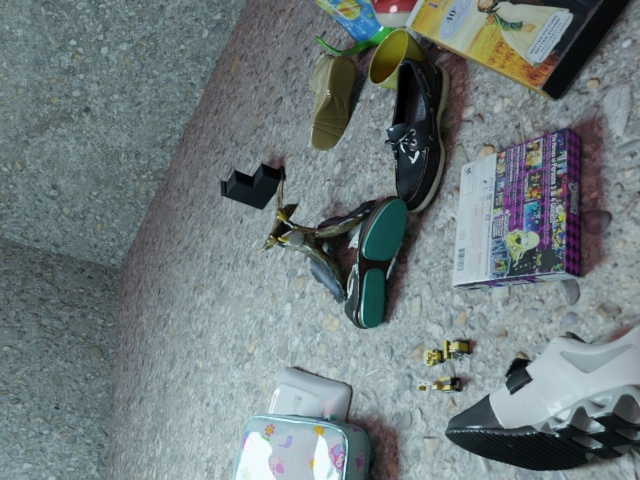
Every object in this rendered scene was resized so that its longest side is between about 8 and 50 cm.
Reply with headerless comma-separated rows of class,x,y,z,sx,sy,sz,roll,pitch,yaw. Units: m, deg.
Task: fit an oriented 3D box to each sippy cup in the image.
sippy cup,0.093,-0.676,1.395,0.240,0.224,0.305,-8,67,58

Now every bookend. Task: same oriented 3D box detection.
bookend,-0.224,-0.196,1.716,0.156,0.157,0.072,-49,36,35

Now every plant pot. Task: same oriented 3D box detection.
plant pot,0.190,-0.402,1.201,0.134,0.095,0.134,-35,45,45

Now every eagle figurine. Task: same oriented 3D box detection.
eagle figurine,-0.007,0.004,1.247,0.299,0.225,0.226,15,129,33

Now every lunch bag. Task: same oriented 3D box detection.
lunch bag,-0.034,0.445,1.001,0.279,0.108,0.223,-5,64,34

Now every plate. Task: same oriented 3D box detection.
plate,-0.056,0.435,1.161,0.277,0.045,0.277,-4,68,56

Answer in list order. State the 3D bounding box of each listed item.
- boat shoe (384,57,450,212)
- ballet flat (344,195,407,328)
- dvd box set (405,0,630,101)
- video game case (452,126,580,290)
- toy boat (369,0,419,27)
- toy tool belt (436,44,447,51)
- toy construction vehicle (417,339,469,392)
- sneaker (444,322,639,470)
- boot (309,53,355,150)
boat shoe,0.188,-0.229,1.084,0.127,0.113,0.339,-4,70,57
ballet flat,0.098,0.040,1.069,0.096,0.095,0.280,20,98,57
dvd box set,0.358,-0.466,0.940,0.307,0.062,0.420,-58,39,20
video game case,0.310,-0.042,0.841,0.210,0.042,0.231,-18,58,55
toy boat,0.196,-0.589,1.201,0.231,0.151,0.151,-97,2,-46
toy tool belt,0.271,-0.461,1.146,0.051,0.052,0.083,-48,36,49
toy construction vehicle,0.203,0.212,0.880,0.098,0.035,0.085,-25,52,52
sneaker,0.300,0.199,0.666,0.331,0.122,0.146,-36,26,47
boot,0.016,-0.402,1.501,0.203,0.095,0.261,-121,41,-64
